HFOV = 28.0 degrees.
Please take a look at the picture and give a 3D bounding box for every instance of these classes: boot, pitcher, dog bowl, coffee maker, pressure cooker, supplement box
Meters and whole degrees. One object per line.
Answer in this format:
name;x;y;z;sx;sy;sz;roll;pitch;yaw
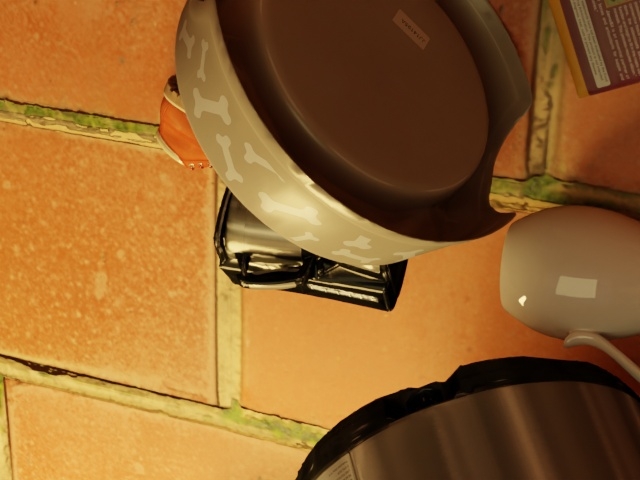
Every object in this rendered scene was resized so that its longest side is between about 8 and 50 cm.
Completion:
boot;-0.105;-0.098;1.339;0.158;0.059;0.085;37;126;14
pitcher;0.267;0.055;1.161;0.207;0.178;0.125;6;147;20
dog bowl;0.029;-0.136;1.106;0.102;0.349;0.349;-34;94;44
coffee maker;0.000;0.000;1.290;0.178;0.171;0.120;10;88;12
pressure cooker;0.179;0.362;1.120;0.375;0.420;0.370;-16;142;-2
supplement box;0.301;-0.201;1.094;0.188;0.081;0.104;-14;103;28
